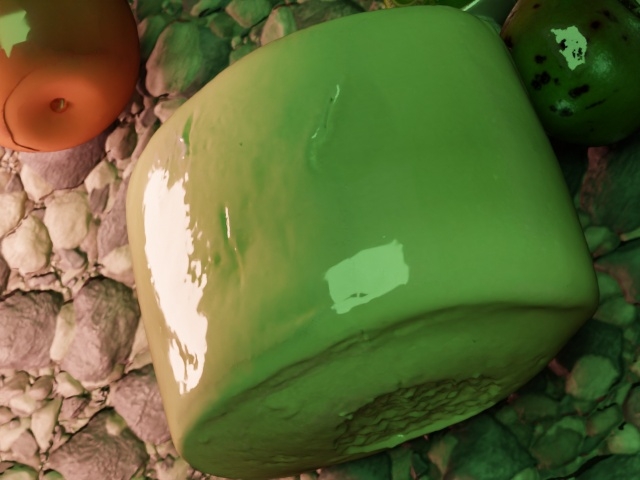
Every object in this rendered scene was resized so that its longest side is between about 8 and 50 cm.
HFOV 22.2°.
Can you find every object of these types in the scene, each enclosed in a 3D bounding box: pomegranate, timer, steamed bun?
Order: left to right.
[{"bbox_3d":[-0.316,-0.218,1.816,0.230,0.229,0.215,-31,54,9],"label":"timer"},{"bbox_3d":[0.000,0.000,1.533,0.456,0.290,0.371,-34,62,32],"label":"steamed bun"},{"bbox_3d":[0.246,-0.167,1.619,0.179,0.210,0.179,11,62,-21],"label":"pomegranate"}]

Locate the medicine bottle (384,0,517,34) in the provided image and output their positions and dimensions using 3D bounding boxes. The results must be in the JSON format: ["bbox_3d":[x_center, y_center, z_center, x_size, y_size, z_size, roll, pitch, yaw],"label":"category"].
[{"bbox_3d":[0.137,-0.254,1.725,0.132,0.088,0.188,-21,64,12],"label":"medicine bottle"}]
